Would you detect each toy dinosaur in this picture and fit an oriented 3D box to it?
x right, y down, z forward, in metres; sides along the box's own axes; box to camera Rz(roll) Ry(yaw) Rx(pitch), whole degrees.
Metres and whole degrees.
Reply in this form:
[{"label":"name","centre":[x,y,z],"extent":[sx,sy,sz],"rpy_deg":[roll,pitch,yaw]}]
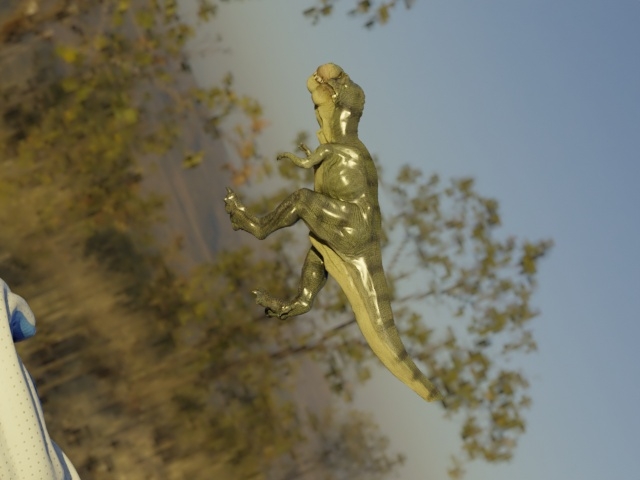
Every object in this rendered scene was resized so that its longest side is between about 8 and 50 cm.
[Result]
[{"label":"toy dinosaur","centre":[0.000,0.000,1.050],"extent":[0.064,0.118,0.268],"rpy_deg":[29,47,-79]}]

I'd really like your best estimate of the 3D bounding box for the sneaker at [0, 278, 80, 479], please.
[{"label":"sneaker","centre":[-0.202,0.152,0.599],"extent":[0.130,0.236,0.322],"rpy_deg":[-21,-114,52]}]
